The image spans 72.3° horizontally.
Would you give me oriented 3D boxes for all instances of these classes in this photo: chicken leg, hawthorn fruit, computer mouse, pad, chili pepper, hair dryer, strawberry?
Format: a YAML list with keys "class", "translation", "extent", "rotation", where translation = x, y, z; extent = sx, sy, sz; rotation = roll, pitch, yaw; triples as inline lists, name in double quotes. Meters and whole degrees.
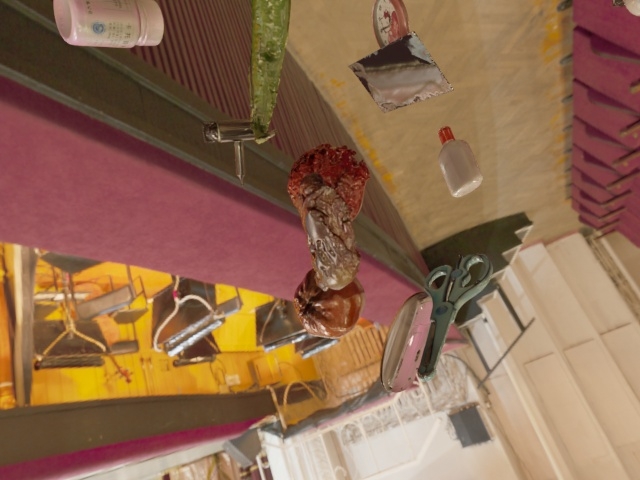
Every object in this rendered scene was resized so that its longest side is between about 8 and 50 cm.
- class: "chicken leg"
  translation: [0.007, 0.008, 0.878]
  extent: [0.083, 0.177, 0.323]
  rotation: [-27, 124, -17]
- class: "hawthorn fruit"
  translation: [0.046, 0.182, 1.364]
  extent: [0.224, 0.224, 0.260]
  rotation: [-38, 162, 35]
- class: "computer mouse"
  translation: [0.253, 0.289, 1.271]
  extent: [0.158, 0.071, 0.311]
  rotation: [7, 102, -45]
- class: "pad"
  translation: [0.283, -0.599, 1.608]
  extent: [0.007, 0.247, 0.367]
  rotation: [-54, -154, -18]
- class: "chili pepper"
  translation: [-0.076, -0.325, 0.633]
  extent: [0.076, 0.084, 0.359]
  rotation: [-19, 117, -43]
- class: "hair dryer"
  translation: [-0.322, -0.316, 1.609]
  extent: [0.195, 0.078, 0.249]
  rotation: [-10, 116, -19]
- class: "strawberry"
  translation: [0.012, -0.159, 1.323]
  extent: [0.274, 0.274, 0.220]
  rotation: [-37, 170, 34]

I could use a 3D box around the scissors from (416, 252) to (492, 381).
- class: "scissors"
  translation: [0.293, 0.163, 1.012]
  extent: [0.180, 0.032, 0.393]
  rotation: [-21, -156, 41]

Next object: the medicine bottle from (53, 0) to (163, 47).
- class: "medicine bottle"
  translation: [-0.588, -0.623, 1.232]
  extent: [0.254, 0.152, 0.152]
  rotation: [-19, 161, -42]

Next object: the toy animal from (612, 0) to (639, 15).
- class: "toy animal"
  translation: [0.626, -0.402, 0.572]
  extent: [0.193, 0.357, 0.258]
  rotation: [-3, 126, -28]

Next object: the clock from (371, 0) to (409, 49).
- class: "clock"
  translation: [0.273, -0.828, 1.687]
  extent: [0.056, 0.244, 0.244]
  rotation: [-23, 158, -11]

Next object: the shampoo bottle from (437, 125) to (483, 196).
- class: "shampoo bottle"
  translation: [0.402, -0.243, 1.306]
  extent: [0.051, 0.221, 0.108]
  rotation: [7, 148, -37]
